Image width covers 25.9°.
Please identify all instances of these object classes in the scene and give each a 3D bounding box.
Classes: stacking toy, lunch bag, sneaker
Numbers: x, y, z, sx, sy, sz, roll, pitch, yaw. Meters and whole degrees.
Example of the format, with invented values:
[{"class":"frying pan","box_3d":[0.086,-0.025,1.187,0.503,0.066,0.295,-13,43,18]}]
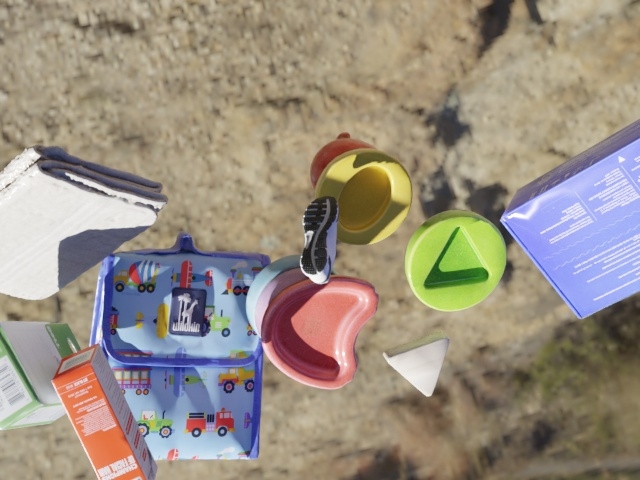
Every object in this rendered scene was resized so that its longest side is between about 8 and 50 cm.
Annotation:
[{"class":"stacking toy","box_3d":[0.064,0.034,1.766,0.279,0.130,0.309,20,105,-24]},{"class":"lunch bag","box_3d":[-0.187,0.129,1.824,0.220,0.138,0.293,2,105,-19]},{"class":"sneaker","box_3d":[0.000,0.000,1.600,0.040,0.109,0.044,3,153,17]}]

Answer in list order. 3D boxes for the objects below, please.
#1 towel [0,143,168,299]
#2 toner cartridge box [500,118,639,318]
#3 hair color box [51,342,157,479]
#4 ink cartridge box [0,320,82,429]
[{"class":"towel","box_3d":[-0.324,-0.016,1.595,0.187,0.049,0.282,19,141,-42]},{"class":"toner cartridge box","box_3d":[0.391,-0.055,1.581,0.347,0.075,0.165,-31,105,38]},{"class":"hair color box","box_3d":[-0.243,0.210,1.581,0.053,0.167,0.093,-24,-170,1]},{"class":"ink cartridge box","box_3d":[-0.335,0.155,1.631,0.062,0.109,0.209,-32,171,7]}]
